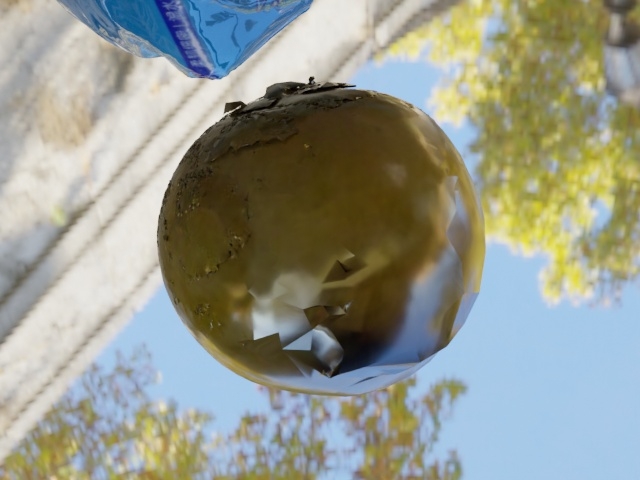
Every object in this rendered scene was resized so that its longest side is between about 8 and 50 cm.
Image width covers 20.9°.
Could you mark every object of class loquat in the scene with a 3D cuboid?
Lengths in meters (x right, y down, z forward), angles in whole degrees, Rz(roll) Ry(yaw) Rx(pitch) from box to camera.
[{"bbox_3d":[0.000,0.000,1.219,0.235,0.235,0.235,-1,-124,2],"label":"loquat"}]

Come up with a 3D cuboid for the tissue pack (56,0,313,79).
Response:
[{"bbox_3d":[-0.114,-0.225,0.828,0.137,0.270,0.209,-41,-121,-11],"label":"tissue pack"}]
